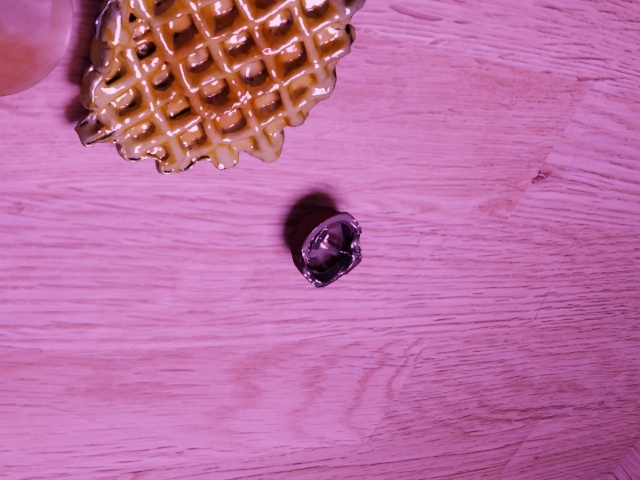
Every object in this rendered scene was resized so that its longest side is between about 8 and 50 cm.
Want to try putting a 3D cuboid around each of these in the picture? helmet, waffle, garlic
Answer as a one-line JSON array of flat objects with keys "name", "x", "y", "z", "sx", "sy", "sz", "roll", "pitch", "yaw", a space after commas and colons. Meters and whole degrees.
[{"name": "helmet", "x": 0.000, "y": 0.000, "z": 1.366, "sx": 0.098, "sy": 0.070, "sz": 0.123, "roll": -31, "pitch": 135, "yaw": -20}, {"name": "waffle", "x": -0.105, "y": -0.198, "z": 1.083, "sx": 0.297, "sy": 0.073, "sz": 0.317, "roll": 2, "pitch": 134, "yaw": -34}, {"name": "garlic", "x": -0.281, "y": -0.177, "z": 0.827, "sx": 0.318, "sy": 0.112, "sz": 0.143, "roll": -41, "pitch": 151, "yaw": -62}]
